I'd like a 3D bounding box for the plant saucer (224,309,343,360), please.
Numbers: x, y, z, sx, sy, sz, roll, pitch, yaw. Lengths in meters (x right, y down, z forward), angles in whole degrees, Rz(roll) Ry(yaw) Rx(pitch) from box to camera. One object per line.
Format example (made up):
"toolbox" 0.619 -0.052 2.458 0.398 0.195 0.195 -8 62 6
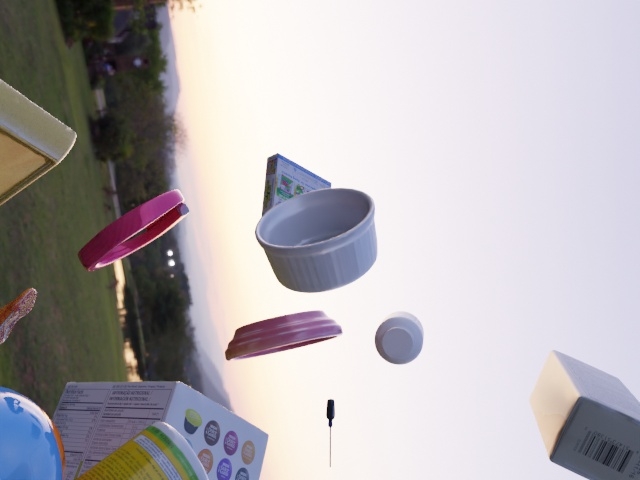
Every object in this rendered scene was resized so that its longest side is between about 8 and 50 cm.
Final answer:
"plant saucer" -0.106 0.260 1.808 0.332 0.332 0.084 124 -46 -73

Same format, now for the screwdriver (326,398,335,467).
"screwdriver" 0.025 0.487 1.646 0.025 0.024 0.170 53 37 -73

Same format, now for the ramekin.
"ramekin" 0.000 0.000 1.484 0.277 0.277 0.135 -123 -165 -61

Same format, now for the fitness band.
"fitness band" -0.398 -0.017 1.387 0.291 0.209 0.054 -31 -87 44

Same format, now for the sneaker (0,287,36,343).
"sneaker" -0.822 0.190 1.712 0.067 0.175 0.064 34 -17 17

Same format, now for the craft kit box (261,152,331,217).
"craft kit box" -0.068 -0.106 1.980 0.061 0.250 0.246 -19 -121 38

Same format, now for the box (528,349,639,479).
"box" 0.472 0.307 1.146 0.311 0.148 0.121 -15 127 -77

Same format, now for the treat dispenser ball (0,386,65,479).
"treat dispenser ball" -0.554 0.373 1.020 0.288 0.288 0.288 170 -90 -78

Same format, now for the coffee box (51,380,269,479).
"coffee box" -0.366 0.510 1.376 0.337 0.338 0.334 48 44 -44

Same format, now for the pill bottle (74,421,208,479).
"pill bottle" -0.289 0.378 0.905 0.136 0.246 0.136 30 -44 33

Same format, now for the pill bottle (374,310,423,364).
"pill bottle" 0.241 0.297 1.983 0.264 0.146 0.146 10 69 -80

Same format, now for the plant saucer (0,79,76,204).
"plant saucer" -0.731 -0.173 1.382 0.081 0.333 0.333 57 4 21
